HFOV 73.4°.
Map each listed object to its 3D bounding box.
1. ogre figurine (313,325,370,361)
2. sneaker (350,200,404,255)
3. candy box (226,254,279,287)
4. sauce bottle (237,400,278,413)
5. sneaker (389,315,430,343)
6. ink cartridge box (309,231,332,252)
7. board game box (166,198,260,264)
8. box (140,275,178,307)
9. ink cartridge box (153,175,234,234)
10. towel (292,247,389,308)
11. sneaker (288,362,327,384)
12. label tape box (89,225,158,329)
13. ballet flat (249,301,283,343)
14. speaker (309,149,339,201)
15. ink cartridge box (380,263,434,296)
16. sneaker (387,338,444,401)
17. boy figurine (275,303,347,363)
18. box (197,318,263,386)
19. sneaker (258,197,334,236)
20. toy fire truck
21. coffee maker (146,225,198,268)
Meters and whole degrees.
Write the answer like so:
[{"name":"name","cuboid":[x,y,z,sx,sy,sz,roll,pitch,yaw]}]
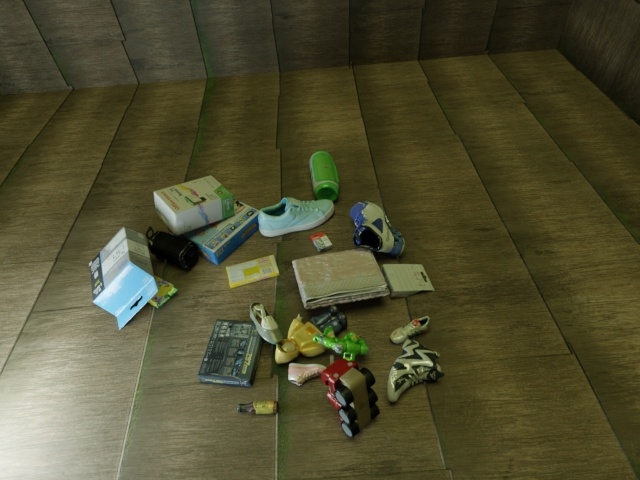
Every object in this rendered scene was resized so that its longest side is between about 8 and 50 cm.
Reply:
[{"name":"ogre figurine","cuboid":[0.087,0.351,1.456,0.096,0.197,0.118,-59,32,-7]},{"name":"sneaker","cuboid":[0.203,-0.059,1.819,0.182,0.127,0.315,3,37,-39]},{"name":"candy box","cuboid":[-0.283,0.127,1.793,0.206,0.027,0.105,-14,45,-10]},{"name":"sauce bottle","cuboid":[-0.201,0.539,1.384,0.128,0.042,0.042,-2,46,0]},{"name":"sneaker","cuboid":[0.322,0.312,1.537,0.162,0.075,0.057,-17,48,-12]},{"name":"ink cartridge box","cuboid":[0.000,0.000,1.891,0.063,0.029,0.115,-20,49,-14]},{"name":"board game box","cuboid":[-0.475,-0.070,1.955,0.302,0.086,0.308,26,53,26]},{"name":"box","cuboid":[-0.671,0.203,1.741,0.179,0.043,0.105,20,51,25]},{"name":"ink cartridge box","cuboid":[-0.549,-0.160,1.870,0.278,0.117,0.201,-24,48,-34]},{"name":"towel","cuboid":[0.071,0.135,1.688,0.332,0.053,0.317,-9,29,-7]},{"name":"sneaker","cuboid":[-0.045,0.455,1.448,0.135,0.050,0.070,1,48,9]},{"name":"label tape box","cuboid":[-0.782,0.139,1.691,0.241,0.106,0.333,-44,48,12]},{"name":"ballet flat","cuboid":[-0.198,0.284,1.517,0.072,0.068,0.213,-12,28,-28]},{"name":"speaker","cuboid":[0.016,-0.320,2.130,0.131,0.131,0.296,-7,46,-2]},{"name":"ink cartridge box","cuboid":[0.345,0.158,1.721,0.180,0.045,0.145,3,43,-19]},{"name":"sneaker","cuboid":[0.319,0.440,1.402,0.153,0.094,0.235,12,38,27]},{"name":"boy figurine","cuboid":[-0.048,0.336,1.535,0.285,0.092,0.177,-26,53,-24]},{"name":"box","cuboid":[-0.308,0.393,1.519,0.184,0.059,0.232,2,46,6]},{"name":"sneaker","cuboid":[-0.105,-0.132,1.942,0.366,0.150,0.135,-21,49,-15]},{"name":"toy fire truck","cuboid":[0.066,0.445,1.353,0.159,0.216,0.246,-30,35,-30]},{"name":"coffee maker","cuboid":[-0.625,0.035,1.808,0.179,0.171,0.120,16,77,21]}]
